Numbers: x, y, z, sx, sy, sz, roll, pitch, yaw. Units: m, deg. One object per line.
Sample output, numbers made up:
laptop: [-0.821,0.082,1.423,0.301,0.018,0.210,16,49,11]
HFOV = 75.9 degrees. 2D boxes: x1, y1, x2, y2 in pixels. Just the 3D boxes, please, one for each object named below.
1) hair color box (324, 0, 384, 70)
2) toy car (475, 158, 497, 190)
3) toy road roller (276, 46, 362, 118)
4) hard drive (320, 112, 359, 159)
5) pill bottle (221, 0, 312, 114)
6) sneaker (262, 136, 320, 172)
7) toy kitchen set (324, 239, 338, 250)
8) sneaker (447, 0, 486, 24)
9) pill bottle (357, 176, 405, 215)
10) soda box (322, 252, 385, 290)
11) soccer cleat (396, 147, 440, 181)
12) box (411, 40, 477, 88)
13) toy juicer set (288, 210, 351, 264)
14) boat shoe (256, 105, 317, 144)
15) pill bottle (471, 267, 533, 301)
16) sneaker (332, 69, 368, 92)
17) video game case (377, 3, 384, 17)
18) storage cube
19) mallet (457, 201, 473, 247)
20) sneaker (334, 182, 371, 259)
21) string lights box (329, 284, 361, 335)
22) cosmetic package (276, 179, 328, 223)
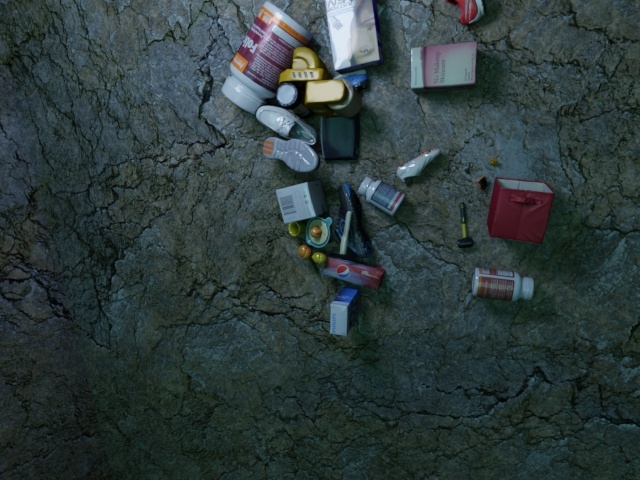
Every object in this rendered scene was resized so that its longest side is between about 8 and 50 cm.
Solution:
hair color box: [0.128,-0.848,1.596,0.185,0.110,0.338,-6,102,19]
toy car: [0.659,-0.262,1.627,0.122,0.060,0.040,-54,38,4]
toy road roller: [-0.005,-0.620,1.612,0.330,0.202,0.240,7,94,20]
hard drive: [0.078,-0.470,1.745,0.172,0.054,0.254,3,103,17]
pill bottle: [-0.231,-0.738,1.692,0.224,0.224,0.392,40,110,6]
sneaker: [-0.082,-0.365,1.740,0.321,0.180,0.124,30,111,37]
toy kitchen set: [0.044,-0.009,1.875,0.068,0.075,0.083,-13,138,24]
sneaker: [0.499,-0.922,1.485,0.118,0.107,0.279,-21,93,30]
pill bottle: [0.254,-0.190,1.724,0.180,0.108,0.108,32,110,8]
soda box: [0.150,0.139,1.840,0.263,0.092,0.083,16,106,14]
soccer cleat: [0.405,-0.308,1.675,0.196,0.068,0.076,-27,98,28]
box: [0.461,-0.647,1.543,0.232,0.127,0.148,2,103,17]
toy juicer set: [0.000,0.000,1.773,0.329,0.089,0.209,-9,90,40]
boat shoe: [-0.136,-0.483,1.730,0.277,0.096,0.098,19,117,-16]
pill bottle: [0.728,0.180,1.650,0.216,0.121,0.121,7,104,16]
sneaker: [0.120,-0.640,1.690,0.152,0.058,0.084,-10,91,13]
video game case: [0.152,-0.892,1.645,0.143,0.019,0.157,38,111,7]
storage cube: [0.739,-0.117,1.535,0.184,0.215,0.193,9,111,15]
mallet: [0.598,-0.062,1.685,0.062,0.039,0.189,2,99,17]
sneaker: [0.114,-0.076,1.788,0.140,0.125,0.340,-10,97,24]
string lights box: [0.111,0.299,1.800,0.077,0.260,0.133,5,104,17]
cosmetic package: [-0.076,-0.172,1.793,0.151,0.184,0.151,-11,99,21]
